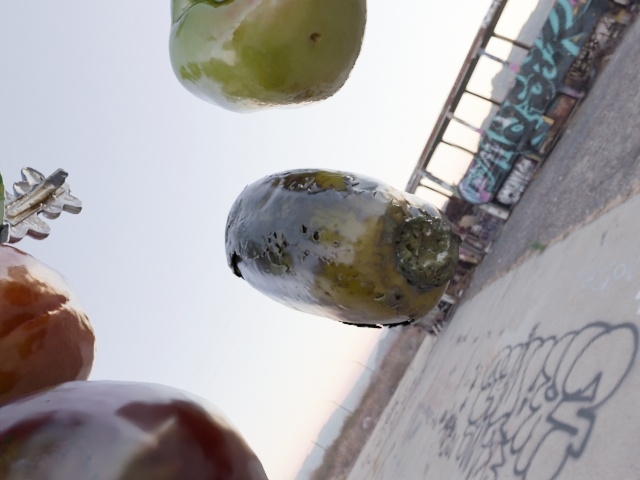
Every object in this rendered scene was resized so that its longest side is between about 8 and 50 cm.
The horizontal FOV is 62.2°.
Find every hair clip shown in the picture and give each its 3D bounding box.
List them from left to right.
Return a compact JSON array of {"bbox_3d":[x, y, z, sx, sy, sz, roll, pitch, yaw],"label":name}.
[{"bbox_3d":[-0.575,-0.077,1.064,0.075,0.146,0.257,-39,17,28],"label":"hair clip"}]

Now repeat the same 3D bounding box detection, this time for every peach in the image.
[{"bbox_3d":[-0.546,0.163,0.876,0.302,0.343,0.342,-33,-29,-36],"label":"peach"},{"bbox_3d":[-0.079,-0.341,0.821,0.316,0.314,0.281,-16,-79,-58],"label":"peach"}]

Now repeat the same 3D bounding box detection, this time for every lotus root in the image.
[{"bbox_3d":[0.000,0.000,0.651,0.397,0.196,0.179,4,60,59],"label":"lotus root"}]

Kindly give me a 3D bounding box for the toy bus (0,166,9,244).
[{"bbox_3d":[-0.321,-0.034,0.326,0.276,0.134,0.164,-96,17,-73],"label":"toy bus"}]

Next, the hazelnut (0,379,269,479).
[{"bbox_3d":[-0.173,0.317,0.448,0.359,0.409,0.359,-29,-8,-5],"label":"hazelnut"}]
